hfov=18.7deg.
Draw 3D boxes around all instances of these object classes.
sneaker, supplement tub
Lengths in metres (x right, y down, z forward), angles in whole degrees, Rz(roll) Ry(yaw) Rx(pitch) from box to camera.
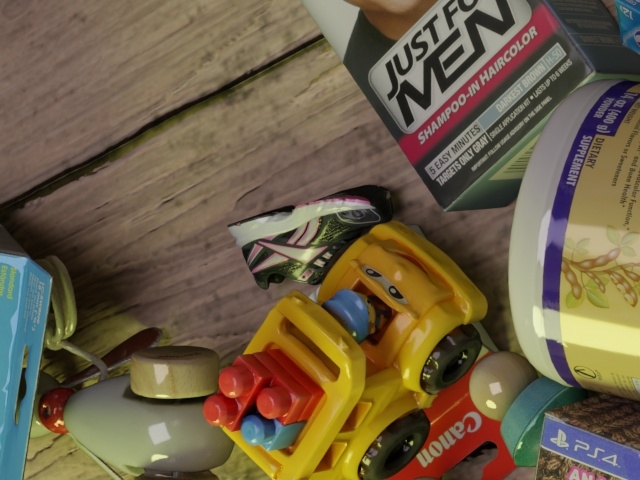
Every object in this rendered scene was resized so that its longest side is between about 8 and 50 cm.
[{"bbox_3d":[0.000,0.000,1.773,0.178,0.072,0.077,-14,95,44],"label":"sneaker"},{"bbox_3d":[0.330,0.018,1.420,0.331,0.241,0.241,11,99,29],"label":"supplement tub"}]

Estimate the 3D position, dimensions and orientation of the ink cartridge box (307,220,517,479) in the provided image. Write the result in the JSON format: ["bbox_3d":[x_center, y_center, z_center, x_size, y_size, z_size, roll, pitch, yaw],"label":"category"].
[{"bbox_3d":[0.072,0.129,1.731,0.189,0.066,0.232,-43,65,29],"label":"ink cartridge box"}]

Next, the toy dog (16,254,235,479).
[{"bbox_3d":[-0.169,0.163,1.871,0.333,0.161,0.220,35,116,44],"label":"toy dog"}]

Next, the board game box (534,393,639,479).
[{"bbox_3d":[0.278,0.285,1.452,0.232,0.141,0.291,19,108,38],"label":"board game box"}]

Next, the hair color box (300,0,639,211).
[{"bbox_3d":[0.092,-0.228,1.656,0.185,0.113,0.374,-44,69,29],"label":"hair color box"}]

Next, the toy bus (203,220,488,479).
[{"bbox_3d":[0.004,0.101,1.617,0.149,0.211,0.220,43,114,28],"label":"toy bus"}]

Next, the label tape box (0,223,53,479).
[{"bbox_3d":[-0.370,0.100,1.913,0.333,0.105,0.241,-148,65,-64],"label":"label tape box"}]

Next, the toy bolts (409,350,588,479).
[{"bbox_3d":[0.137,0.203,1.611,0.158,0.218,0.228,40,99,27],"label":"toy bolts"}]

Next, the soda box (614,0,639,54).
[{"bbox_3d":[0.314,-0.222,1.463,0.071,0.067,0.210,35,77,27],"label":"soda box"}]
